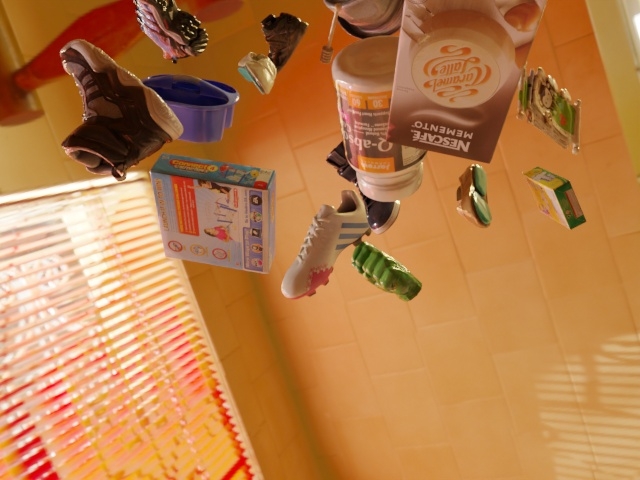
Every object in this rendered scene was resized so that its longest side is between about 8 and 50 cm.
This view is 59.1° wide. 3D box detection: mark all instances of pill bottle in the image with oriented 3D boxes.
[{"bbox_3d":[0.118,-0.215,1.041,0.162,0.278,0.162,-7,-135,7],"label":"pill bottle"}]

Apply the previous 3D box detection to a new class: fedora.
[{"bbox_3d":[0.104,-0.648,1.444,0.124,0.243,0.275,-7,-148,-44],"label":"fedora"}]

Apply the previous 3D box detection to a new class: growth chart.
[{"bbox_3d":[0.491,-0.286,1.206,0.237,0.171,0.021,20,156,-32],"label":"growth chart"}]

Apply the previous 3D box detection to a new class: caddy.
[{"bbox_3d":[-0.438,-0.457,1.857,0.342,0.179,0.241,11,-144,3],"label":"caddy"}]

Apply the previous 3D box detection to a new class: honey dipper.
[{"bbox_3d":[0.029,-0.511,1.391,0.031,0.030,0.160,-22,152,-29],"label":"honey dipper"}]

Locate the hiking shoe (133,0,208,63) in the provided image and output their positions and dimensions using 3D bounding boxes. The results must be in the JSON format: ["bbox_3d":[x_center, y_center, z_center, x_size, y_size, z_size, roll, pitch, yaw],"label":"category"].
[{"bbox_3d":[-0.407,-0.557,1.342,0.132,0.304,0.113,-8,-139,33],"label":"hiking shoe"}]

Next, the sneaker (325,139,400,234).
[{"bbox_3d":[0.085,-0.123,1.196,0.086,0.163,0.226,-40,-150,31],"label":"sneaker"}]

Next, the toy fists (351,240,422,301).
[{"bbox_3d":[0.167,0.081,1.585,0.096,0.142,0.279,-49,-160,1],"label":"toy fists"}]

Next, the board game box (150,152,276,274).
[{"bbox_3d":[-0.275,-0.065,1.504,0.302,0.308,0.086,10,-136,4],"label":"board game box"}]

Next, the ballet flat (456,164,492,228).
[{"bbox_3d":[0.353,-0.091,1.317,0.073,0.080,0.232,-35,-158,34],"label":"ballet flat"}]

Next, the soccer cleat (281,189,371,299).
[{"bbox_3d":[0.000,0.000,1.387,0.116,0.143,0.331,5,-139,44],"label":"soccer cleat"}]

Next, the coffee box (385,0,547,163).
[{"bbox_3d":[0.164,-0.218,0.643,0.141,0.246,0.098,14,-126,11],"label":"coffee box"}]

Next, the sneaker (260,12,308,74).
[{"bbox_3d":[-0.141,-0.618,1.770,0.227,0.130,0.087,-49,-166,47],"label":"sneaker"}]

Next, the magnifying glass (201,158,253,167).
[{"bbox_3d":[-0.348,-0.247,2.006,0.231,0.092,0.026,-1,-163,12],"label":"magnifying glass"}]

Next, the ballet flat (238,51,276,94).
[{"bbox_3d":[-0.161,-0.450,1.486,0.086,0.086,0.248,-20,-148,-11],"label":"ballet flat"}]

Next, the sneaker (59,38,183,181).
[{"bbox_3d":[-0.348,-0.199,0.869,0.153,0.269,0.101,-49,158,-10],"label":"sneaker"}]

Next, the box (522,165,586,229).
[{"bbox_3d":[0.502,-0.097,1.231,0.043,0.105,0.179,-29,-162,4],"label":"box"}]
